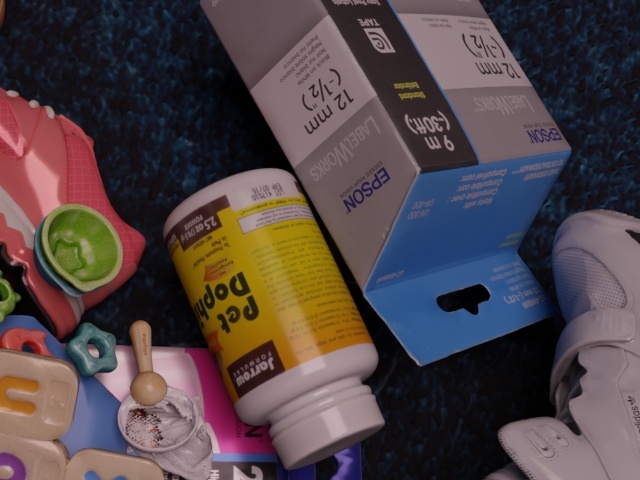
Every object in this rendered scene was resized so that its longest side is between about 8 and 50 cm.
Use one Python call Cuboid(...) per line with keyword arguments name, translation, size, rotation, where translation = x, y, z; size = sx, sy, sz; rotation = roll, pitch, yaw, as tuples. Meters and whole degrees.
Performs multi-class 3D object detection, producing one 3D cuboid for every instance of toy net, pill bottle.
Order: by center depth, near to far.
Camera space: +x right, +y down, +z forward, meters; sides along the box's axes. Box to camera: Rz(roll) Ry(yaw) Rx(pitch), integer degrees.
Cuboid(name="toy net", translation=(-0.152, 0.089, 0.919), size=(0.232, 0.045, 0.122), rotation=(54, 40, -5))
Cuboid(name="pill bottle", translation=(-0.032, 0.061, 0.957), size=(0.117, 0.117, 0.215), rotation=(-19, 74, -21))

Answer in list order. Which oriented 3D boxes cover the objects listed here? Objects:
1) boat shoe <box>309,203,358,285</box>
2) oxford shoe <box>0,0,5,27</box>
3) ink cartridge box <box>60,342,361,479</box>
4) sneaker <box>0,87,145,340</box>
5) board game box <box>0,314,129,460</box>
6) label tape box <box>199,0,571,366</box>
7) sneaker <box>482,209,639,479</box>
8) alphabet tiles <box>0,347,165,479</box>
Cuboid(name="boat shoe", translation=(0.001, 0.001, 1.072), size=(0.224, 0.073, 0.080), rotation=(4, 70, -16))
Cuboid(name="oxford shoe", translation=(-0.407, -0.308, 1.021), size=(0.364, 0.133, 0.130), rotation=(36, 67, -2))
Cuboid(name="ink cartridge box", translation=(-0.136, 0.174, 0.988), size=(0.371, 0.069, 0.175), rotation=(4, 72, -17))
Cuboid(name="sneaker", translation=(-0.261, -0.073, 1.017), size=(0.136, 0.116, 0.313), rotation=(-34, 91, -33))
Cuboid(name="board game box", translation=(-0.226, 0.139, 0.921), size=(0.168, 0.033, 0.133), rotation=(45, 66, -7))
Cuboid(name="label tape box", translation=(0.087, -0.090, 1.033), size=(0.249, 0.115, 0.347), rotation=(-12, 66, -52))
Cuboid(name="sneaker", translation=(0.200, 0.122, 0.935), size=(0.210, 0.137, 0.365), rotation=(-3, 50, -18))
Cuboid(name="alphabet tiles", translation=(-0.257, 0.208, 0.873), size=(0.278, 0.021, 0.284), rotation=(10, 100, -4))
